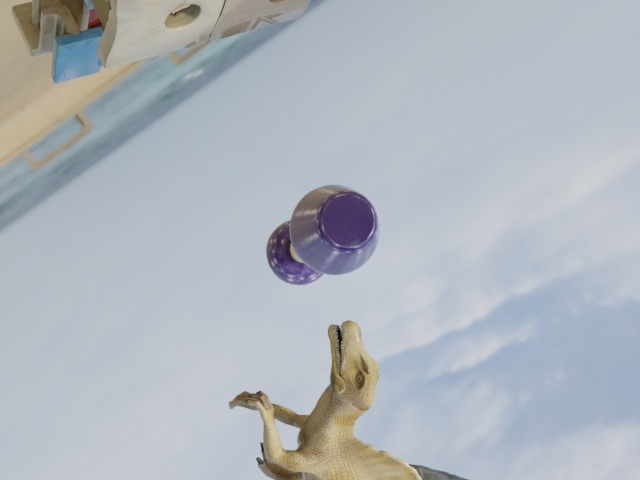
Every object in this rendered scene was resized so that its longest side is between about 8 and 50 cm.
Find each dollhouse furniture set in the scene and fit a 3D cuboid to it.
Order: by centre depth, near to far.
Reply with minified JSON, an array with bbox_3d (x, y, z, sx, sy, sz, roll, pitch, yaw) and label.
[{"bbox_3d":[-0.097,-0.154,0.600,0.128,0.129,0.184,-20,164,-25],"label":"dollhouse furniture set"}]

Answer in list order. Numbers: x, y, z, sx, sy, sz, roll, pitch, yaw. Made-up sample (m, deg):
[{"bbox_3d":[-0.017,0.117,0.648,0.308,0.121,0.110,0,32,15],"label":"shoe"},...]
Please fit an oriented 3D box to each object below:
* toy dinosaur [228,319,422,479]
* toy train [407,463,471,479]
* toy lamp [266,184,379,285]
[{"bbox_3d":[0.007,0.115,0.462,0.092,0.183,0.053,2,-138,23],"label":"toy dinosaur"},{"bbox_3d":[0.055,0.295,0.596,0.190,0.142,0.334,-58,-157,27],"label":"toy train"},{"bbox_3d":[0.000,0.000,0.916,0.080,0.080,0.274,-37,179,-11],"label":"toy lamp"}]
